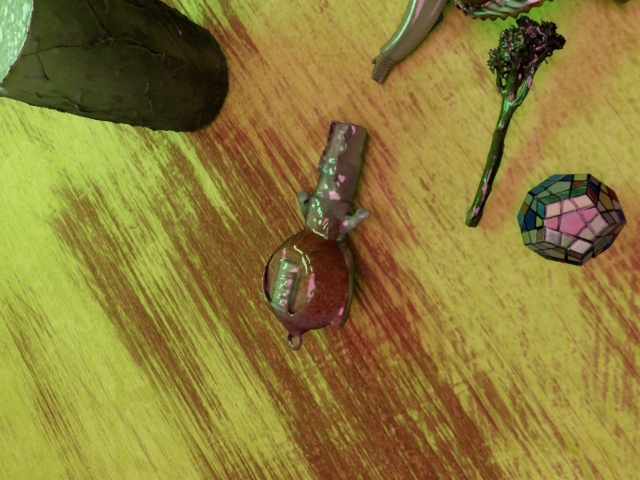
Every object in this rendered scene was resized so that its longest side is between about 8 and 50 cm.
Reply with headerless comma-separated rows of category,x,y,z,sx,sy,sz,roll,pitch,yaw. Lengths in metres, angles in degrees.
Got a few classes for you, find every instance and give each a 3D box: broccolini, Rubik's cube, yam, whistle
broccolini,0.220,-0.132,0.519,0.071,0.057,0.255,26,116,39
Rubik's cube,0.291,-0.025,0.500,0.111,0.111,0.093,20,79,22
yam,-0.310,-0.285,0.622,0.240,0.348,0.241,1,92,25
whistle,0.000,0.000,0.633,0.142,0.133,0.346,25,103,59

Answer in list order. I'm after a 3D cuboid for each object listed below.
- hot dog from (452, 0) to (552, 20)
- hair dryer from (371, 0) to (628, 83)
hot dog,0.162,-0.345,0.385,0.162,0.082,0.270,-2,132,36
hair dryer,0.223,-0.311,0.503,0.295,0.119,0.298,21,123,18
